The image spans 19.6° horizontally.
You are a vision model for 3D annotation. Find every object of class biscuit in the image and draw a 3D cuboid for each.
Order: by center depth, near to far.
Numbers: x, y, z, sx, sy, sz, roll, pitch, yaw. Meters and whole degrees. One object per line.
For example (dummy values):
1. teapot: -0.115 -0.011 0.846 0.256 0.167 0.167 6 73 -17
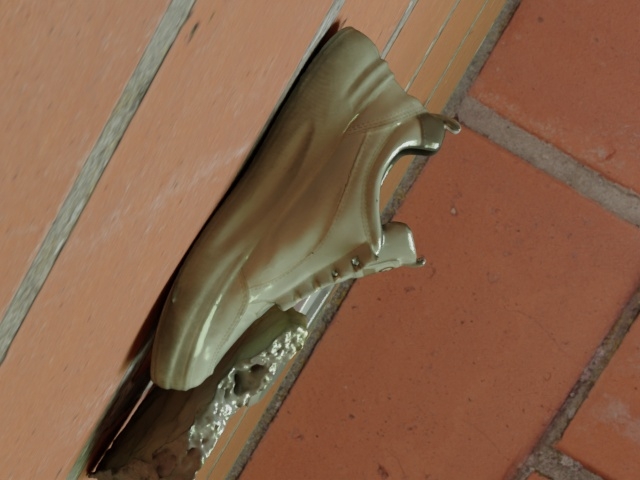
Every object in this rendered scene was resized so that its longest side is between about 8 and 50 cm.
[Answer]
1. biscuit: -0.106 0.138 1.528 0.265 0.040 0.188 -40 -162 27

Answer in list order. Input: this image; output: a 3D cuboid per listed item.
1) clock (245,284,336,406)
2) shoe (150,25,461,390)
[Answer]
1. clock: -0.040 0.058 1.902 0.230 0.083 0.230 -60 178 -4
2. shoe: 0.000 0.000 1.434 0.316 0.159 0.124 -61 177 -1
